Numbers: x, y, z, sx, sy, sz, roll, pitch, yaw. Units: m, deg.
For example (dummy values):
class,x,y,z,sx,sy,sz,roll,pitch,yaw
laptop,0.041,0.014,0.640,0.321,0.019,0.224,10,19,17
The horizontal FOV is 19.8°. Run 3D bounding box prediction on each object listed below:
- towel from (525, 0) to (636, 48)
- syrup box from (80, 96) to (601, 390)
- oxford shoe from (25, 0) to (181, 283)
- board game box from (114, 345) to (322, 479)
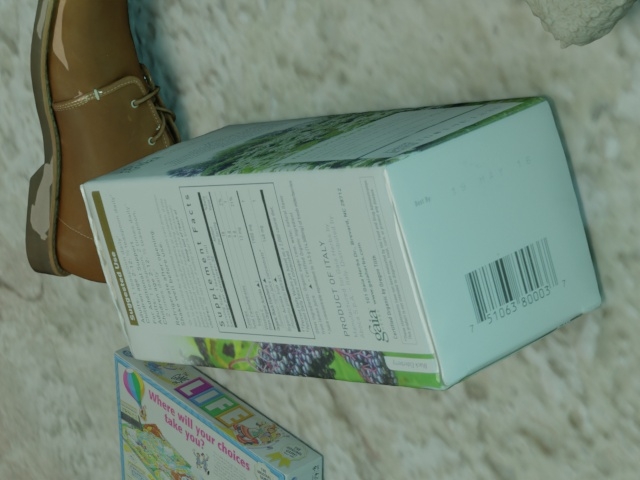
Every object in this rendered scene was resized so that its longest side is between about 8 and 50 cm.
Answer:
class,x,y,z,sx,sy,sz,roll,pitch,yaw
towel,0.061,-0.225,0.644,0.282,0.049,0.187,57,145,13
syrup box,0.000,0.000,0.809,0.237,0.093,0.096,-2,108,53
oxford shoe,-0.106,-0.074,0.950,0.076,0.076,0.212,13,121,15
board game box,-0.058,0.132,1.020,0.154,0.026,0.103,30,131,41
